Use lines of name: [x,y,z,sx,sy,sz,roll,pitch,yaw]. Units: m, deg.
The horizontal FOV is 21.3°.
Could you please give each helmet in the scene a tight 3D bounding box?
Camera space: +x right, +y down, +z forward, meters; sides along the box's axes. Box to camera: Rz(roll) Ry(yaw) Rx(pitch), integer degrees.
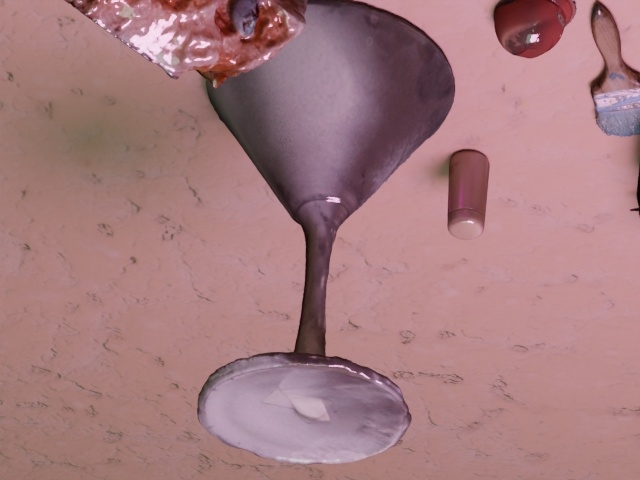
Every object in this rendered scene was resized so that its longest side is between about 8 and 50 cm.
helmet: [0.209,-0.206,1.662,0.084,0.049,0.065,-16,138,29]

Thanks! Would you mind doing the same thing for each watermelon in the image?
watermelon: [-0.134,-0.256,1.528,0.264,0.302,0.151,34,99,-33]

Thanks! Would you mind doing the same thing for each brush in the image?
brush: [0.299,-0.173,1.726,0.070,0.021,0.196,-6,141,18]

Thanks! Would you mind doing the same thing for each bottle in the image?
bottle: [0.160,-0.049,1.854,0.045,0.096,0.045,5,145,4]

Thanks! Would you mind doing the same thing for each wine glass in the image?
wine glass: [0.000,0.000,1.686,0.267,0.406,0.267,3,147,2]

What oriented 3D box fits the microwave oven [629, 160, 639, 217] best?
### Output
microwave oven: [0.419,-0.046,1.778,0.163,0.129,0.205,-8,144,2]
